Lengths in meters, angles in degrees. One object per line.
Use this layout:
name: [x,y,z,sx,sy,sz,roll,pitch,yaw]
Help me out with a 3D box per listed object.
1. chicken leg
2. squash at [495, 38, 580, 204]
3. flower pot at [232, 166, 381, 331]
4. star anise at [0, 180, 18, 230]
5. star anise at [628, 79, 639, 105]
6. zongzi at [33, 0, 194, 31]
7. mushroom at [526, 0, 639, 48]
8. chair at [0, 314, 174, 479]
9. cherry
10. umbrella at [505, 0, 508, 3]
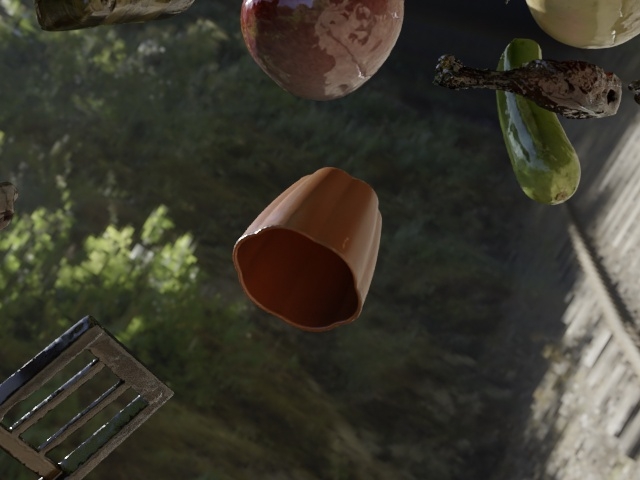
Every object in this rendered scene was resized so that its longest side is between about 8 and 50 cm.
chicken leg: [0.225,-0.156,1.181,0.106,0.253,0.051,4,89,51]
squash: [0.279,-0.152,1.524,0.083,0.083,0.250,118,151,-49]
flower pot: [0.000,0.000,1.594,0.173,0.190,0.191,-59,-2,-40]
star anise: [-0.369,0.019,1.026,0.129,0.212,0.283,31,-104,-43]
star anise: [0.397,-0.281,1.119,0.347,0.237,0.148,-65,-8,3]
zongzi: [-0.298,-0.431,1.566,0.134,0.288,0.286,-19,3,29]
mushroom: [0.326,-0.440,1.518,0.353,0.353,0.325,-56,-5,-43]
chair: [-0.408,0.201,1.240,0.416,0.240,0.203,-43,-38,-8]
cherry: [0.011,-0.324,1.737,0.239,0.239,0.206,117,179,-57]
umbrella: [0.270,-0.357,1.631,0.022,0.013,0.122,-44,-8,-4]
